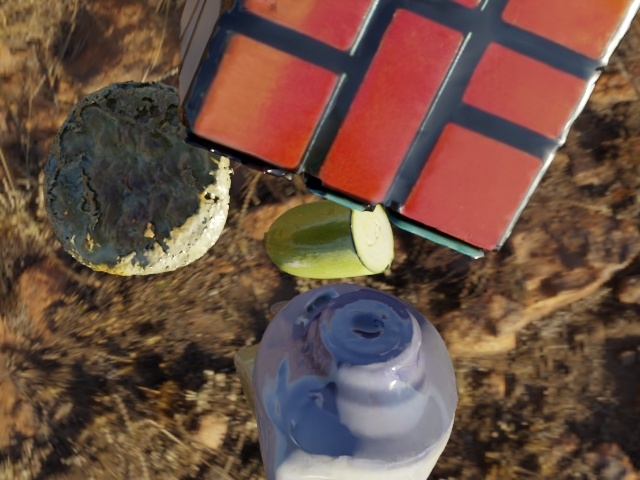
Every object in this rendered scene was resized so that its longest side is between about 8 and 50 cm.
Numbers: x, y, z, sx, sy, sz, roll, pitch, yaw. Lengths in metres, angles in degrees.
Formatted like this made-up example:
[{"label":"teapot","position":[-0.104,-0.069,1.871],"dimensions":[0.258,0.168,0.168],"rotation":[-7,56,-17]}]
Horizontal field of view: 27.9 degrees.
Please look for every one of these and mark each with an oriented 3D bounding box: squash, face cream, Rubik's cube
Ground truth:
[{"label":"squash","position":[0.000,0.000,1.853],"dimensions":[0.186,0.123,0.123],"rotation":[-7,84,28]},{"label":"face cream","position":[-0.007,0.187,0.958],"dimensions":[0.137,0.420,0.235],"rotation":[12,48,-5]},{"label":"Rubik's cube","position":[0.059,-0.199,1.023],"dimensions":[0.283,0.288,0.294],"rotation":[23,111,-16]}]

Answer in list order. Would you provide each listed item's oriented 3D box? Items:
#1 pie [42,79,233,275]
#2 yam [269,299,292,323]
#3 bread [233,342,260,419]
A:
[{"label":"pie","position":[-0.241,-0.078,1.693],"dimensions":[0.274,0.055,0.274],"rotation":[0,90,17]},{"label":"yam","position":[-0.022,0.142,1.469],"dimensions":[0.079,0.079,0.141],"rotation":[-5,107,-14]},{"label":"bread","position":[-0.041,0.211,1.884],"dimensions":[0.141,0.148,0.134],"rotation":[-15,122,-14]}]
